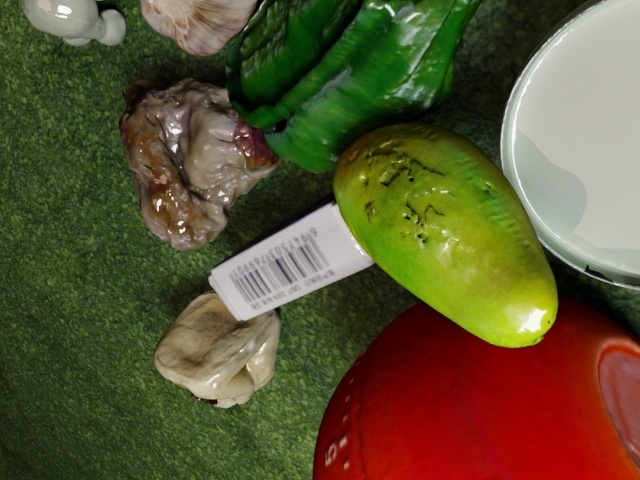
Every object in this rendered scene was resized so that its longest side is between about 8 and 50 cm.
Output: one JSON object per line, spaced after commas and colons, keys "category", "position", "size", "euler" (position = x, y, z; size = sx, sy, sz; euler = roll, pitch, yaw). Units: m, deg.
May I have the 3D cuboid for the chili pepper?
{"category": "chili pepper", "position": [0.068, -0.204, 0.504], "size": [0.167, 0.213, 0.385], "euler": [17, 145, -30]}

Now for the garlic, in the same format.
{"category": "garlic", "position": [-0.124, -0.272, 0.600], "size": [0.147, 0.102, 0.159], "euler": [17, 135, 14]}

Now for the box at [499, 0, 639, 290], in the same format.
{"category": "box", "position": [0.266, -0.090, 0.452], "size": [0.226, 0.149, 0.226], "euler": [15, 122, 25]}

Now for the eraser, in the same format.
{"category": "eraser", "position": [0.000, 0.000, 0.688], "size": [0.279, 0.124, 0.081], "euler": [-27, 99, 40]}

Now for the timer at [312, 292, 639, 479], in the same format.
{"category": "timer", "position": [0.185, 0.219, 0.524], "size": [0.378, 0.378, 0.279], "euler": [44, 127, 5]}

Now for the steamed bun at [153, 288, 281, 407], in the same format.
{"category": "steamed bun", "position": [-0.136, 0.174, 0.864], "size": [0.141, 0.172, 0.155], "euler": [22, 144, 33]}

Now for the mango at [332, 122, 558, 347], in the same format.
{"category": "mango", "position": [0.095, -0.013, 0.459], "size": [0.233, 0.111, 0.125], "euler": [48, 163, 42]}

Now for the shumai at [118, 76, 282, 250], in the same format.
{"category": "shumai", "position": [-0.134, -0.109, 0.728], "size": [0.185, 0.218, 0.184], "euler": [-15, 126, -6]}

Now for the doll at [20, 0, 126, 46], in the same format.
{"category": "doll", "position": [-0.301, -0.356, 0.694], "size": [0.155, 0.113, 0.275], "euler": [24, 127, 24]}
